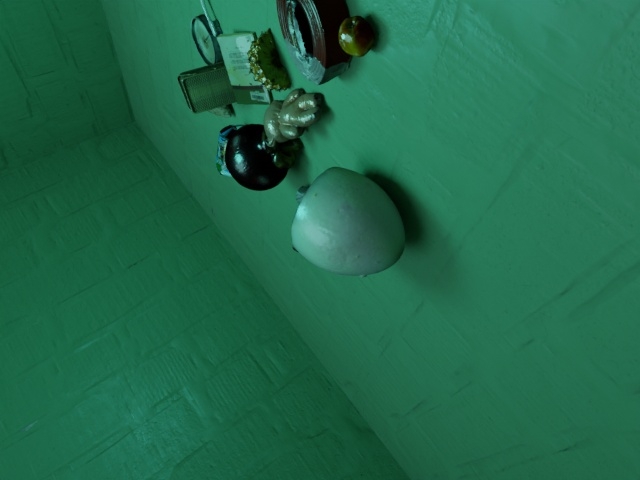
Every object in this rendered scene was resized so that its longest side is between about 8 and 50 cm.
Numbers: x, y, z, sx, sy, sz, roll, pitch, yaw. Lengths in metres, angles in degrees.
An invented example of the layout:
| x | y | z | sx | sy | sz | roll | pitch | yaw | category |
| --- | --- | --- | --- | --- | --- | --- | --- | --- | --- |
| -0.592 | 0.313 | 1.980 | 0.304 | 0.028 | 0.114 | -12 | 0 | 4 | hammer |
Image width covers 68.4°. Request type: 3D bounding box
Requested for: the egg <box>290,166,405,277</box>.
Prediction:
| x | y | z | sx | sy | sz | roll | pitch | yaw | category |
| --- | --- | --- | --- | --- | --- | --- | --- | --- | --- |
| 0.124 | -0.035 | 1.601 | 0.340 | 0.354 | 0.354 | 29 | 146 | 21 | egg |

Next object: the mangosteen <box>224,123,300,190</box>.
| x | y | z | sx | sy | sz | roll | pitch | yaw | category |
| --- | --- | --- | --- | --- | --- | --- | --- | --- | --- |
| -0.263 | -0.362 | 2.012 | 0.296 | 0.297 | 0.313 | 59 | 160 | 0 | mangosteen |

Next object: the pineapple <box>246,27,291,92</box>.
| x | y | z | sx | sy | sz | roll | pitch | yaw | category |
| --- | --- | --- | --- | --- | --- | --- | --- | --- | --- |
| -0.210 | -0.655 | 1.753 | 0.079 | 0.135 | 0.233 | 3 | 120 | 61 | pineapple |

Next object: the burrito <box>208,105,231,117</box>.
| x | y | z | sx | sy | sz | roll | pitch | yaw | category |
| --- | --- | --- | --- | --- | --- | --- | --- | --- | --- |
| -0.570 | -0.734 | 2.405 | 0.348 | 0.107 | 0.175 | 36 | 134 | 38 | burrito |

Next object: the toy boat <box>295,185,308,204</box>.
| x | y | z | sx | sy | sz | roll | pitch | yaw | category |
| --- | --- | --- | --- | --- | --- | --- | --- | --- | --- |
| -0.043 | -0.203 | 2.029 | 0.085 | 0.078 | 0.260 | 48 | 161 | -13 | toy boat |

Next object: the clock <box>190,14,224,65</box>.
| x | y | z | sx | sy | sz | roll | pitch | yaw | category |
| --- | --- | --- | --- | --- | --- | --- | --- | --- | --- |
| -0.519 | -0.911 | 2.157 | 0.226 | 0.049 | 0.226 | 45 | 154 | 30 | clock |

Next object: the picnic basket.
| x | y | z | sx | sy | sz | roll | pitch | yaw | category |
| --- | --- | --- | --- | --- | --- | --- | --- | --- | --- |
| -0.478 | -0.678 | 2.079 | 0.139 | 0.267 | 0.165 | -126 | 20 | -55 | picnic basket |

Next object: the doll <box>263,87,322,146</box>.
| x | y | z | sx | sy | sz | roll | pitch | yaw | category |
| --- | --- | --- | --- | --- | --- | --- | --- | --- | --- |
| -0.084 | -0.459 | 1.780 | 0.303 | 0.156 | 0.201 | -2 | 76 | 43 | doll |

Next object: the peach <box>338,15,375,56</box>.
| x | y | z | sx | sy | sz | roll | pitch | yaw | category |
| --- | --- | --- | --- | --- | --- | --- | --- | --- | --- |
| 0.100 | -0.565 | 1.313 | 0.101 | 0.101 | 0.100 | 44 | 152 | 30 | peach |

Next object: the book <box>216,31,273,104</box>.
| x | y | z | sx | sy | sz | roll | pitch | yaw | category |
| --- | --- | --- | --- | --- | --- | --- | --- | --- | --- |
| -0.310 | -0.703 | 1.947 | 0.201 | 0.026 | 0.289 | 13 | 131 | 32 | book |

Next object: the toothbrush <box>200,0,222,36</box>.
| x | y | z | sx | sy | sz | roll | pitch | yaw | category |
| --- | --- | --- | --- | --- | --- | --- | --- | --- | --- |
| -0.511 | -1.068 | 1.965 | 0.042 | 0.040 | 0.417 | 18 | 134 | 59 | toothbrush |

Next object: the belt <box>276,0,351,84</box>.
| x | y | z | sx | sy | sz | roll | pitch | yaw | category |
| --- | --- | --- | --- | --- | --- | --- | --- | --- | --- |
| -0.016 | -0.636 | 1.424 | 0.227 | 0.115 | 0.323 | 24 | 140 | 53 | belt |

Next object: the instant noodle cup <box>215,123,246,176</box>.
| x | y | z | sx | sy | sz | roll | pitch | yaw | category |
| --- | --- | --- | --- | --- | --- | --- | --- | --- | --- |
| -0.396 | -0.439 | 2.278 | 0.240 | 0.240 | 0.178 | 43 | 142 | 31 | instant noodle cup |
